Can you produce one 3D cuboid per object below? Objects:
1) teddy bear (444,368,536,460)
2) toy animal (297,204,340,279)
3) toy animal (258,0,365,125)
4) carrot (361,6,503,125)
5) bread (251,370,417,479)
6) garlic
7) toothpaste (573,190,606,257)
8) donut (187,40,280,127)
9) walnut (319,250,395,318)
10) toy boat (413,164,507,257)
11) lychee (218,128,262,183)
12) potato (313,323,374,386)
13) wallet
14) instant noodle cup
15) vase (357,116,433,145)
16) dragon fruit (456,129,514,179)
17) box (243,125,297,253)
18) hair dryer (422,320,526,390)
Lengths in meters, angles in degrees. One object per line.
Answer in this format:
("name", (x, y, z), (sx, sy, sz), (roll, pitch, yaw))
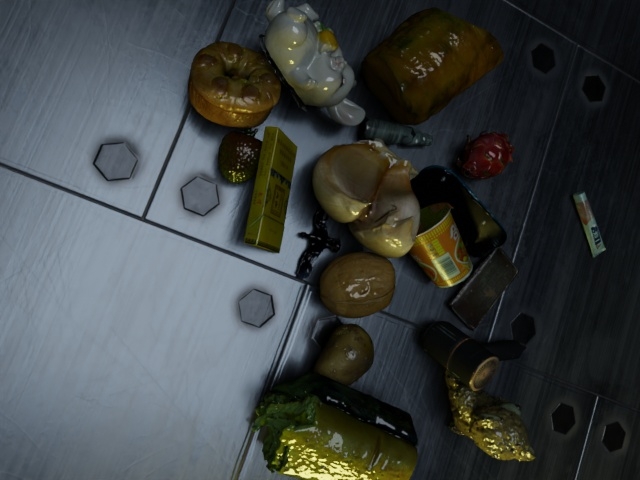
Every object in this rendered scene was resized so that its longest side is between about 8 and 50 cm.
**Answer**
("teddy bear", (0.436, 0.465, 1.418), (0.267, 0.256, 0.156), (37, 82, -13))
("toy animal", (0.000, 0.000, 1.397), (0.108, 0.062, 0.220), (14, 84, 2))
("toy animal", (-0.012, -0.416, 1.305), (0.325, 0.154, 0.208), (38, 35, -51))
("carrot", (0.272, -0.452, 1.403), (0.340, 0.241, 0.241), (-40, 100, -15))
("bread", (0.046, 0.475, 1.287), (0.376, 0.208, 0.251), (26, 124, -17))
("garlic", (0.127, -0.102, 1.337), (0.286, 0.249, 0.313), (50, 36, -32))
("toothpaste", (0.825, -0.051, 1.681), (0.056, 0.036, 0.205), (-27, 100, -17))
("donut", (-0.199, -0.363, 1.274), (0.226, 0.114, 0.227), (11, 54, -16))
("walnut", (0.091, 0.111, 1.365), (0.197, 0.165, 0.165), (-13, 92, -10))
("toy boat", (0.381, -0.094, 1.507), (0.299, 0.134, 0.092), (46, 38, -10))
("lychee", (-0.186, -0.207, 1.307), (0.114, 0.114, 0.146), (23, 89, -16))
("potato", (0.063, 0.293, 1.365), (0.137, 0.137, 0.176), (31, 81, -15))
("wallet", (0.462, 0.133, 1.554), (0.122, 0.031, 0.232), (46, 77, -16))
("instant noodle cup", (0.312, 0.020, 1.450), (0.168, 0.168, 0.185), (-39, 108, -16))
("vase", (0.206, -0.285, 1.469), (0.211, 0.060, 0.060), (7, 86, -19))
("dragon fruit", (0.455, -0.228, 1.520), (0.166, 0.133, 0.136), (-41, 58, -17))
("box", (-0.115, -0.116, 1.312), (0.041, 0.153, 0.279), (8, 84, 16))
("hair dryer", (0.451, 0.300, 1.506), (0.352, 0.189, 0.107), (5, 112, -41))
